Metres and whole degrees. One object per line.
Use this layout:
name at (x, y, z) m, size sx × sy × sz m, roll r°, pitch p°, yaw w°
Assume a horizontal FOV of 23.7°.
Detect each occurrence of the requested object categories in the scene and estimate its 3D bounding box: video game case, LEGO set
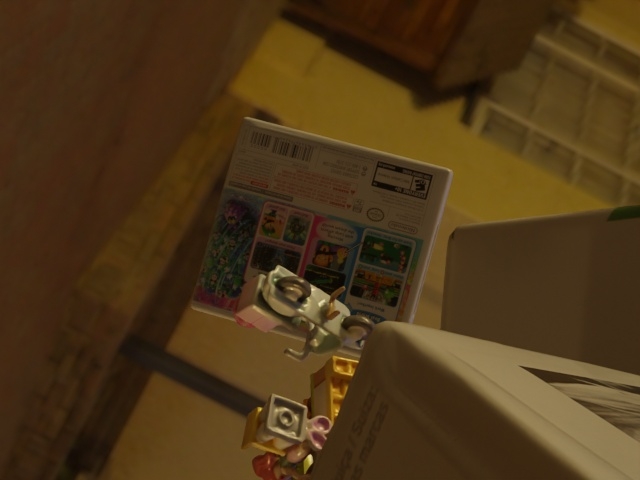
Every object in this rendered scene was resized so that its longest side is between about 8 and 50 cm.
video game case at (0.000, 0.000, 1.073) m, size 0.019 × 0.157 × 0.143 m, roll 19°, pitch 86°, yaw -77°
LEGO set at (-0.036, 0.160, 0.854) m, size 0.107 × 0.132 × 0.287 m, roll -43°, pitch -162°, yaw 49°

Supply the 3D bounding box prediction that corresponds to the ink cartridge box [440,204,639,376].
ink cartridge box at (0.223, 0.067, 0.755) m, size 0.201 × 0.278 × 0.117 m, roll -6°, pitch -106°, yaw 44°

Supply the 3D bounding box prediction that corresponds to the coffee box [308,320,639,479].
coffee box at (0.168, 0.264, 0.419) m, size 0.338 × 0.334 × 0.337 m, roll 34°, pitch -74°, yaw 52°
